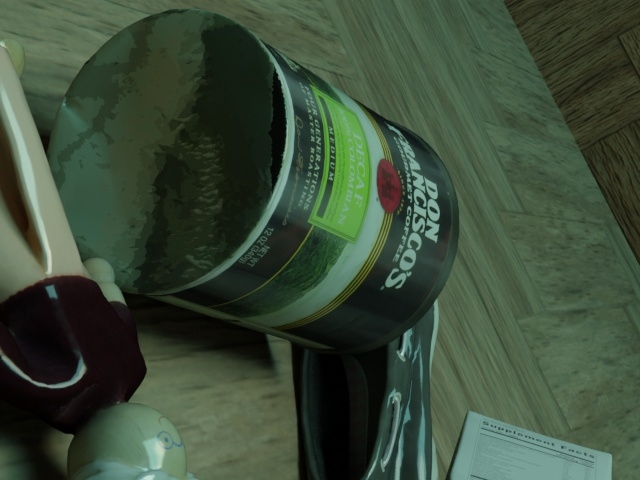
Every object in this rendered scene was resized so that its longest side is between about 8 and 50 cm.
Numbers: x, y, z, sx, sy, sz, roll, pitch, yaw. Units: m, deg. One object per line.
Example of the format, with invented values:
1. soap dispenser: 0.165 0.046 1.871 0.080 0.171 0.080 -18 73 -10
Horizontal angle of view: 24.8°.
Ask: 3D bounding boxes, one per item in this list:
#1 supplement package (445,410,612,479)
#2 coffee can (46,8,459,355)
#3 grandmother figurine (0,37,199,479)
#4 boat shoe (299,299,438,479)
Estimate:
1. supplement package: 0.153 0.265 1.180 0.139 0.134 0.244 17 23 6
2. coffee can: -0.042 -0.032 1.093 0.275 0.201 0.202 23 42 -58
3. grandmother figurine: -0.165 0.036 0.866 0.207 0.104 0.342 -9 68 -59
4. boat shoe: 0.035 0.094 1.227 0.095 0.112 0.335 41 34 -44
